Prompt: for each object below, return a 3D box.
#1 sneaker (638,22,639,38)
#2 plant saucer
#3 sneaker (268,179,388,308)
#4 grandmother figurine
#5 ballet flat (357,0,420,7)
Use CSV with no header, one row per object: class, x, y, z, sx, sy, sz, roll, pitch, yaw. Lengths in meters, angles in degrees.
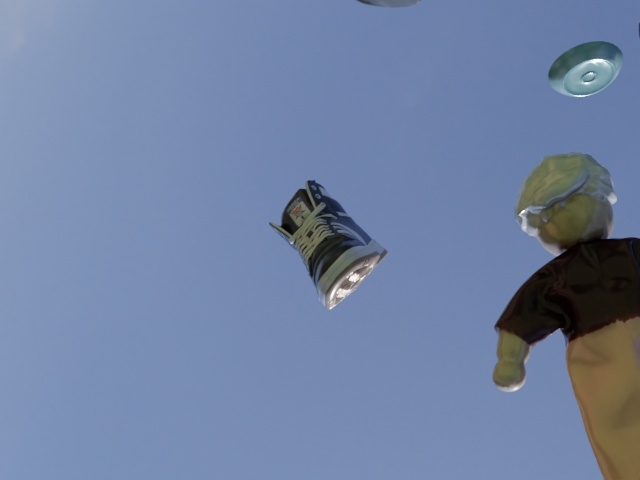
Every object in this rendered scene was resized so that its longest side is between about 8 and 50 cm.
sneaker,0.447,-0.192,1.380,0.122,0.110,0.283,-23,-145,7
plant saucer,0.412,-0.258,1.937,0.119,0.119,0.021,-38,-133,33
sneaker,0.000,0.000,1.671,0.099,0.153,0.282,-46,176,8
grandmother figurine,0.240,0.078,1.040,0.104,0.208,0.342,95,-17,-64
ballet flat,0.029,-0.269,1.215,0.057,0.173,0.049,-30,-130,51
